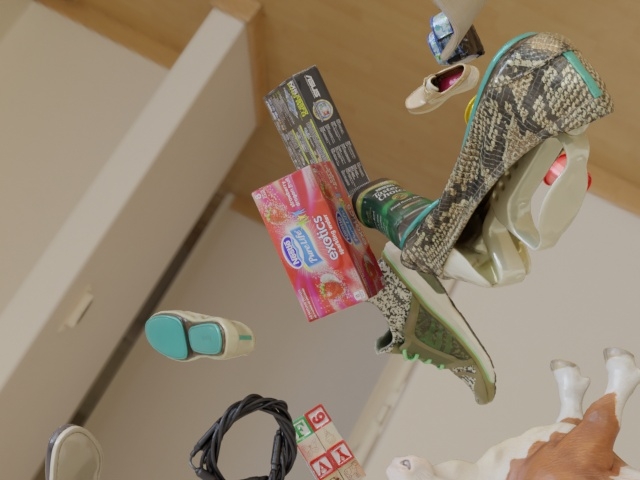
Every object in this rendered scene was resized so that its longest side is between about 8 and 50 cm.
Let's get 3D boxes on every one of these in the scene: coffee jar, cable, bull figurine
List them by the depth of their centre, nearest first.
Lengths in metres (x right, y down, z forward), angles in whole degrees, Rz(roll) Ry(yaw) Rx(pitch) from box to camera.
[{"bbox_3d":[0.201,0.175,0.536,0.310,0.188,0.101,20,156,13],"label":"bull figurine"},{"bbox_3d":[-0.111,0.340,1.356,0.150,0.184,0.047,44,168,1],"label":"cable"},{"bbox_3d":[0.130,-0.048,1.432,0.184,0.096,0.079,36,149,59],"label":"coffee jar"}]

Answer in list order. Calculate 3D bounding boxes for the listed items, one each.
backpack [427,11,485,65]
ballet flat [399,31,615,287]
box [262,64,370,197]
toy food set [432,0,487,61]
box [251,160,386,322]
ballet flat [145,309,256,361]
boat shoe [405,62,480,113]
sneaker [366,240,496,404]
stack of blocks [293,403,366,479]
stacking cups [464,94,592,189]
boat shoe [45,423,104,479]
[{"bbox_3d":[0.273,-0.422,1.732,0.084,0.105,0.114,-21,90,37],"label":"backpack"},{"bbox_3d":[0.231,-0.046,1.081,0.182,0.164,0.483,55,151,23],"label":"ballet flat"},{"bbox_3d":[-0.011,-0.212,1.756,0.270,0.060,0.216,64,160,-6],"label":"box"},{"bbox_3d":[0.109,-0.395,0.976,0.306,0.220,0.092,45,152,-22],"label":"toy food set"},{"bbox_3d":[0.000,0.000,1.487,0.257,0.128,0.122,66,-157,0],"label":"box"},{"bbox_3d":[-0.191,0.153,1.345,0.248,0.086,0.086,1,147,50],"label":"ballet flat"},{"bbox_3d":[0.234,-0.310,1.669,0.170,0.063,0.059,-26,152,33],"label":"boat shoe"},{"bbox_3d":[0.197,0.184,1.652,0.410,0.182,0.158,54,-175,-17],"label":"sneaker"},{"bbox_3d":[0.005,0.458,1.800,0.171,0.087,0.297,56,170,11],"label":"stack of blocks"},{"bbox_3d":[0.418,-0.197,1.674,0.096,0.096,0.316,49,-179,-45],"label":"stacking cups"},{"bbox_3d":[-0.298,0.284,0.981,0.065,0.075,0.206,26,136,27],"label":"boat shoe"}]
